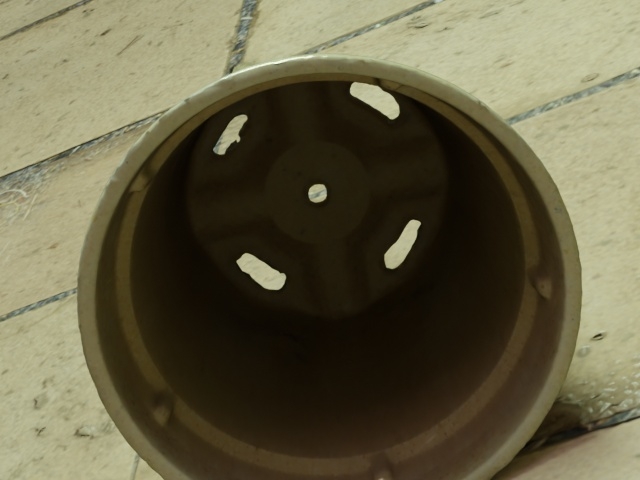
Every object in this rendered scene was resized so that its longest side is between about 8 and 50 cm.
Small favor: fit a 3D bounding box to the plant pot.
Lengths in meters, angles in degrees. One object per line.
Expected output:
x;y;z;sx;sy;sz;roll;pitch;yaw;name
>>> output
0.000;0.000;1.410;0.334;0.334;0.305;-27;16;5;plant pot
